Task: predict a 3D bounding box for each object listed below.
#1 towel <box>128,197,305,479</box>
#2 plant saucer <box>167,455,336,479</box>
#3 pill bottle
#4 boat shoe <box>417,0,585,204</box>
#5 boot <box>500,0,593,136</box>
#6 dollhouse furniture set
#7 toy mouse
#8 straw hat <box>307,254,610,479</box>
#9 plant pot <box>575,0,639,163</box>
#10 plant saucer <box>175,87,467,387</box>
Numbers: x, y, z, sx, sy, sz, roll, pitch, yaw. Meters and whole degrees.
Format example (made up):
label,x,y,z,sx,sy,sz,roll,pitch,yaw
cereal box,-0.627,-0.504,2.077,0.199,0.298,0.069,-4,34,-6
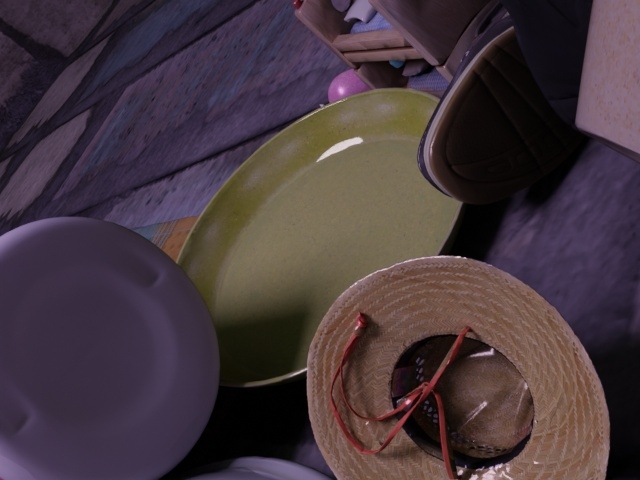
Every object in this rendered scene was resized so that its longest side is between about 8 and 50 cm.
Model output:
label,x,y,z,sx,sy,sz,roll,pitch,yaw
towel,-0.155,0.090,0.801,0.370,0.040,0.271,-9,48,52
plant saucer,-0.124,0.263,0.416,0.400,0.100,0.400,-36,30,25
pill bottle,-0.200,0.105,0.611,0.283,0.160,0.160,-31,30,48
boat shoe,0.129,-0.108,0.561,0.223,0.080,0.073,-51,19,-15
boot,0.153,-0.180,0.446,0.085,0.236,0.178,22,68,42
dollhouse furniture set,0.100,-0.191,0.653,0.183,0.129,0.129,-54,25,-8
toy mouse,0.039,-0.122,0.773,0.143,0.031,0.161,-47,25,6
straw hat,0.069,0.068,0.421,0.144,0.144,0.061,-32,-12,35
plant pot,0.205,-0.131,0.302,0.274,0.257,0.256,-63,23,11
plant saucer,0.000,0.000,0.624,0.241,0.037,0.241,-26,39,23
